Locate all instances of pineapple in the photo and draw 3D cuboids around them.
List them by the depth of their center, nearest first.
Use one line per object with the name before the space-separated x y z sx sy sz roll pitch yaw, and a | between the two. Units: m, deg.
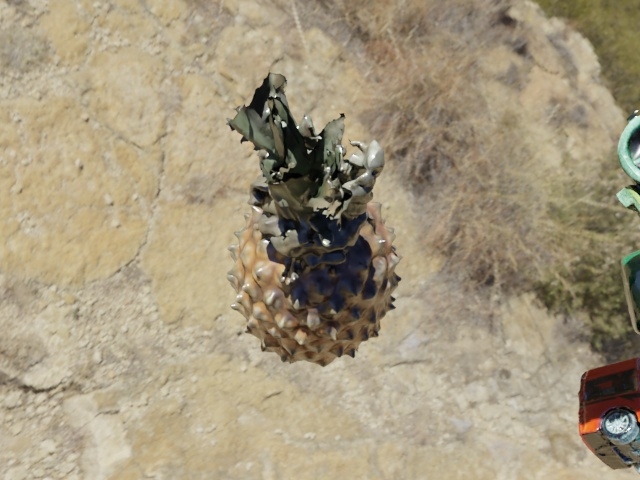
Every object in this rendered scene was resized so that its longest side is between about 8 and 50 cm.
pineapple | 0.000 0.000 0.676 0.174 0.361 0.175 2 69 -5

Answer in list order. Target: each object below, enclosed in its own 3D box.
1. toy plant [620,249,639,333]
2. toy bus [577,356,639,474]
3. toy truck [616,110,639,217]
toy plant | 0.382 0.023 0.657 0.243 0.233 0.113 3 58 -3
toy bus | 0.332 0.145 0.700 0.081 0.195 0.089 44 41 -30
toy truck | 0.307 -0.072 0.451 0.128 0.259 0.135 4 56 -55
